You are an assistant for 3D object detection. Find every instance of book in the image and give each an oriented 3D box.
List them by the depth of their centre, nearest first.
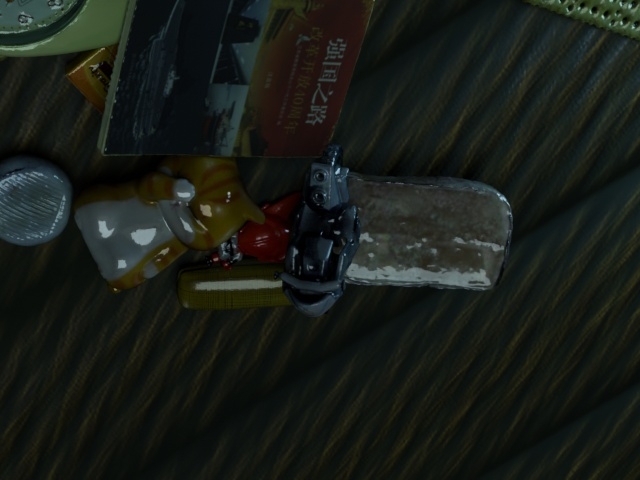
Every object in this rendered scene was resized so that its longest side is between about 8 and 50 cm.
[{"bbox_3d":[-0.116,-0.236,1.982,0.374,0.028,0.263,-1,122,-32],"label":"book"}]

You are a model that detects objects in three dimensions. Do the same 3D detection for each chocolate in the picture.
[{"bbox_3d":[0.140,-0.024,2.182,0.303,0.100,0.185,4,120,-4],"label":"chocolate"}]

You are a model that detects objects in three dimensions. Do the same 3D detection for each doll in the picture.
[{"bbox_3d":[-0.233,-0.035,2.070,0.269,0.162,0.167,-22,97,9],"label":"doll"},{"bbox_3d":[-0.097,-0.004,2.168,0.169,0.057,0.109,-17,105,-16],"label":"doll"}]

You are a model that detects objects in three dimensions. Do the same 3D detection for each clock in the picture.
[{"bbox_3d":[-0.406,-0.382,1.850,0.348,0.117,0.286,-12,123,-3],"label":"clock"}]

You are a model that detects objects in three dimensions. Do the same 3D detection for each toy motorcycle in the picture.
[{"bbox_3d":[0.000,0.000,2.065,0.106,0.159,0.270,9,117,12],"label":"toy motorcycle"}]

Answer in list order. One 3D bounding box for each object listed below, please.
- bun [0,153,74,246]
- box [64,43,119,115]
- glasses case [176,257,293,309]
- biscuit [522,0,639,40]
[{"bbox_3d":[-0.431,-0.063,2.058,0.140,0.083,0.141,-8,117,-16],"label":"bun"},{"bbox_3d":[-0.211,-0.268,1.999,0.269,0.043,0.152,-35,121,10],"label":"box"},{"bbox_3d":[-0.108,0.068,2.212,0.234,0.064,0.079,-3,127,-10],"label":"glasses case"},{"bbox_3d":[0.422,-0.380,2.079,0.231,0.016,0.139,15,118,-19],"label":"biscuit"}]
